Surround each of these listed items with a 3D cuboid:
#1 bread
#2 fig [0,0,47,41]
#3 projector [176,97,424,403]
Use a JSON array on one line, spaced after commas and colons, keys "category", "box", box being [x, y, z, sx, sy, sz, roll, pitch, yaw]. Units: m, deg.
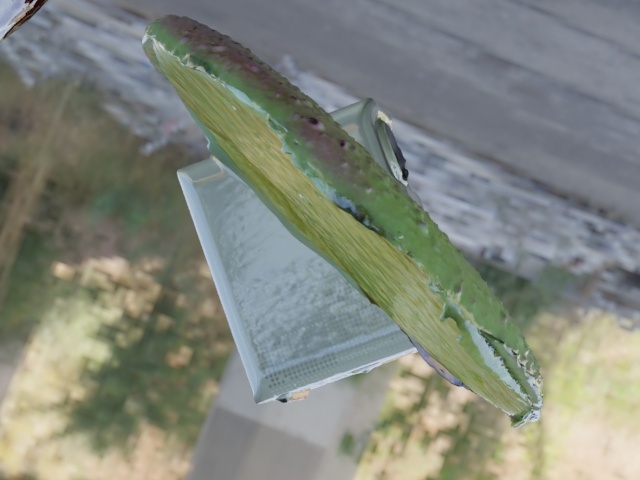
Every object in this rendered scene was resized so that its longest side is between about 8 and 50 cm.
[{"category": "bread", "box": [0.016, -0.013, 0.933, 0.301, 0.045, 0.301, 45, 176, 4]}, {"category": "fig", "box": [-0.139, -0.190, 0.540, 0.170, 0.274, 0.145, 7, -153, -26]}, {"category": "projector", "box": [0.000, 0.000, 1.435, 0.177, 0.242, 0.163, -21, 172, 7]}]
